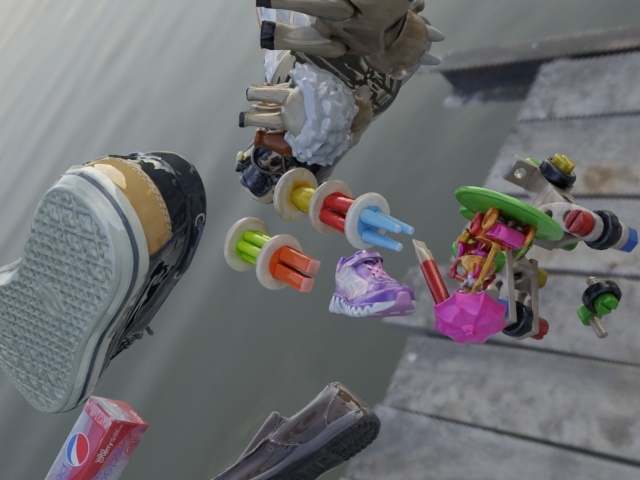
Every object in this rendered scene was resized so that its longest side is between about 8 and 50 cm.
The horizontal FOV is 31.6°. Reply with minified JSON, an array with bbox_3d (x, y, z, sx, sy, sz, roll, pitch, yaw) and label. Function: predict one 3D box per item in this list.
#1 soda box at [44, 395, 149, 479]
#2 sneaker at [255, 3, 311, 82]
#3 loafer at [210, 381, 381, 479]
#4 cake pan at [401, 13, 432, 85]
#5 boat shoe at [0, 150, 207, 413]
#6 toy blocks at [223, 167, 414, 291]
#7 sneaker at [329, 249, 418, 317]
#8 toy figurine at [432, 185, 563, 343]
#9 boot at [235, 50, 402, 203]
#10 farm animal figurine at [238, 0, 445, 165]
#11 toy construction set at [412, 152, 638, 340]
[{"bbox_3d":[-0.420,0.413,2.030,0.083,0.092,0.263,36,99,40],"label":"soda box"},{"bbox_3d":[-0.028,-0.310,1.869,0.121,0.099,0.262,-14,78,17],"label":"sneaker"},{"bbox_3d":[-0.065,0.381,2.030,0.366,0.134,0.130,-32,52,4],"label":"loafer"},{"bbox_3d":[0.074,-0.338,2.123,0.293,0.293,0.054,-39,67,19],"label":"cake pan"},{"bbox_3d":[-0.261,0.055,1.265,0.156,0.186,0.500,-33,-8,-38],"label":"boat shoe"},{"bbox_3d":[0.000,0.000,1.004,0.148,0.054,0.123,23,62,45],"label":"toy blocks"},{"bbox_3d":[0.076,0.066,1.744,0.236,0.095,0.104,180,91,-71],"label":"sneaker"},{"bbox_3d":[0.176,0.040,1.279,0.159,0.130,0.173,-65,9,-8],"label":"toy figurine"},{"bbox_3d":[-0.016,-0.153,1.515,0.284,0.138,0.377,-50,1,37],"label":"boot"},{"bbox_3d":[0.038,-0.234,1.059,0.327,0.172,0.330,-69,-13,-85],"label":"farm animal figurine"},{"bbox_3d":[0.287,-0.005,1.696,0.257,0.309,0.237,102,157,-43],"label":"toy construction set"}]
